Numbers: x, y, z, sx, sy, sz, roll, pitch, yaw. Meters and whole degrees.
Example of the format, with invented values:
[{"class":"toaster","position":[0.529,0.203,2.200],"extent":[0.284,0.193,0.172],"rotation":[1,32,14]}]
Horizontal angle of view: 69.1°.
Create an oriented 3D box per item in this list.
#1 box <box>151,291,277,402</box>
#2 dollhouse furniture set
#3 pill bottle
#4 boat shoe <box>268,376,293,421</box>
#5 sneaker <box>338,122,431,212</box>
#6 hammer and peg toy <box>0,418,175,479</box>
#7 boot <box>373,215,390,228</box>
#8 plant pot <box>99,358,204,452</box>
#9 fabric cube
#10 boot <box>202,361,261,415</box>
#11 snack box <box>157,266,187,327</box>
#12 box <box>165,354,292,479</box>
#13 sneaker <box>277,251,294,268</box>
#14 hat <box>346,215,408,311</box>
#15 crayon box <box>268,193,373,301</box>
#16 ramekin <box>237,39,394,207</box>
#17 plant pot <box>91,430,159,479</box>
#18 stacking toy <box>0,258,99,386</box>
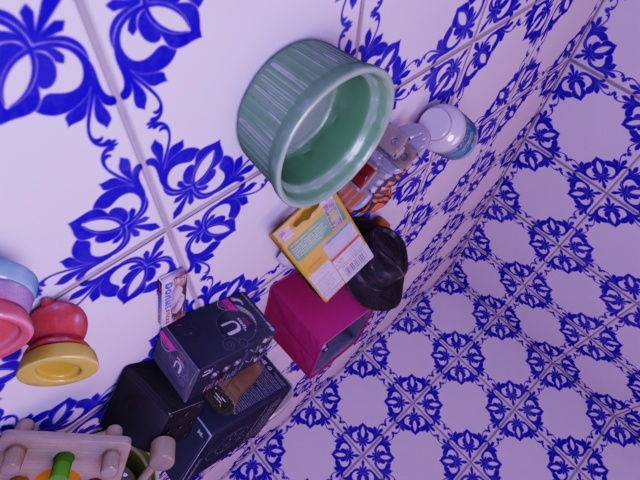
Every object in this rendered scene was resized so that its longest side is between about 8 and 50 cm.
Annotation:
[{"class":"box","position":[-0.278,0.273,1.241],"extent":[0.270,0.165,0.143],"rotation":[-19,146,-49]},{"class":"dollhouse furniture set","position":[0.142,-0.213,1.223],"extent":[0.184,0.129,0.129],"rotation":[-50,157,8]},{"class":"pill bottle","position":[0.389,-0.335,1.437],"extent":[0.146,0.146,0.264],"rotation":[-55,156,20]},{"class":"boat shoe","position":[-0.333,0.716,1.884],"extent":[0.500,0.187,0.156],"rotation":[-30,158,-24]},{"class":"sneaker","position":[0.194,-0.204,1.374],"extent":[0.321,0.125,0.180],"rotation":[-40,164,13]},{"class":"hammer and peg toy","position":[-0.524,0.541,1.034],"extent":[0.361,0.127,0.266],"rotation":[15,109,-24]},{"class":"boot","position":[0.158,0.002,1.662],"extent":[0.211,0.104,0.295],"rotation":[-56,166,8]},{"class":"plant pot","position":[-0.420,0.435,1.216],"extent":[0.188,0.166,0.188],"rotation":[6,113,-63]},{"class":"fabric cube","position":[-0.012,0.254,1.566],"extent":[0.254,0.258,0.259],"rotation":[-31,153,-35]},{"class":"boot","position":[-0.302,0.388,1.448],"extent":[0.089,0.236,0.269],"rotation":[-30,-175,13]},{"class":"snack box","position":[-0.344,0.133,1.079],"extent":[0.064,0.022,0.178],"rotation":[-27,151,-36]},{"class":"box","position":[-0.343,0.584,1.590],"extent":[0.395,0.212,0.294],"rotation":[-11,139,-56]},{"class":"sneaker","position":[-0.013,0.060,1.419],"extent":[0.106,0.123,0.290],"rotation":[-52,156,19]},{"class":"hat","position":[0.204,0.053,1.499],"extent":[0.331,0.332,0.134],"rotation":[-22,175,-45]},{"class":"crayon box","position":[0.000,0.000,1.285],"extent":[0.203,0.083,0.323],"rotation":[-43,134,-9]},{"class":"ramekin","position":[-0.014,-0.227,0.897],"extent":[0.303,0.148,0.303],"rotation":[-38,156,-20]},{"class":"plant pot","position":[-0.604,0.701,1.304],"extent":[0.276,0.276,0.254],"rotation":[-31,165,-34]},{"class":"stacking toy","position":[-0.530,0.138,0.715],"extent":[0.279,0.131,0.309],"rotation":[-15,148,-7]}]
